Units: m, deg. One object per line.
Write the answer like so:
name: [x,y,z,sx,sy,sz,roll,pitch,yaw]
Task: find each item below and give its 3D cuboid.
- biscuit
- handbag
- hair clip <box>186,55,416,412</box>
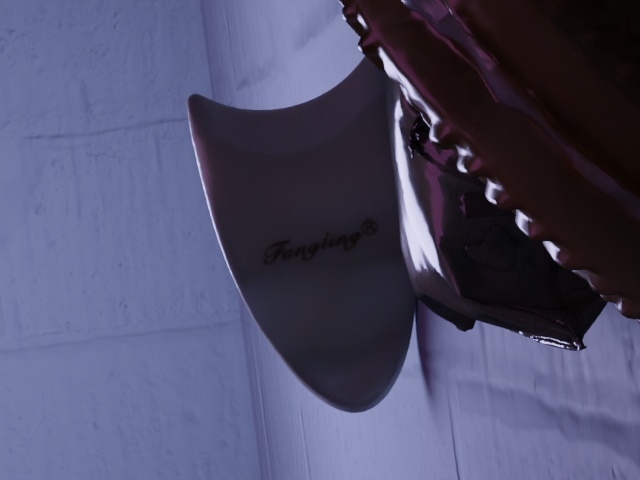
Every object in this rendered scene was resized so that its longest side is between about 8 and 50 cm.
biscuit: [0.096,-0.061,0.554,0.079,0.259,0.259,-45,36,21]
handbag: [0.093,-0.067,0.849,0.182,0.117,0.270,-158,62,-70]
hair clip: [0.000,0.003,1.346,0.113,0.173,0.282,-98,-4,-62]
